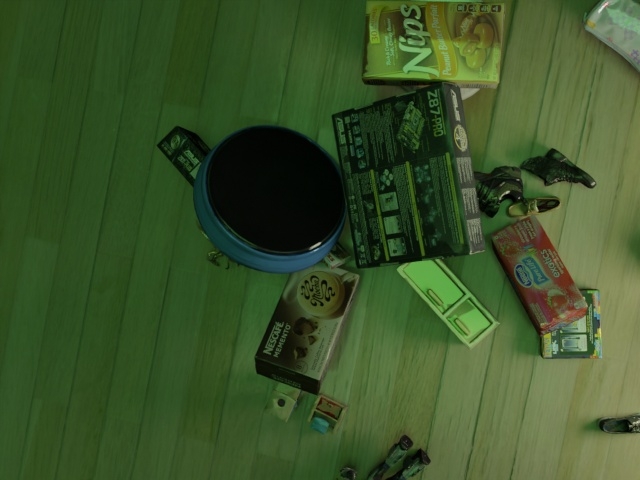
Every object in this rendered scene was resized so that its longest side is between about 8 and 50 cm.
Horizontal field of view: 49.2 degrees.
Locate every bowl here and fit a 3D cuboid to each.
[{"bbox_3d":[-0.114,-0.112,1.726,0.391,0.077,0.391,8,64,-16],"label":"bowl"}]

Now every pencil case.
[{"bbox_3d":[0.763,-0.481,1.677,0.273,0.113,0.124,46,116,6],"label":"pencil case"}]

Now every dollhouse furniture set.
[{"bbox_3d":[-0.024,0.408,1.796,0.183,0.129,0.129,25,94,9],"label":"dollhouse furniture set"}]

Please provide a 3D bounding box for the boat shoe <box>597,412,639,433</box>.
[{"bbox_3d":[0.757,0.455,1.718,0.142,0.040,0.049,-7,89,9],"label":"boat shoe"}]

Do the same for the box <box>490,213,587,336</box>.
[{"bbox_3d":[0.519,0.085,1.675,0.122,0.128,0.257,-26,68,7],"label":"box"}]

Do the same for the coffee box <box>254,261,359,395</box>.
[{"bbox_3d":[-0.032,0.208,1.737,0.168,0.119,0.297,19,62,9],"label":"coffee box"}]

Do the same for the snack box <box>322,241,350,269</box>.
[{"bbox_3d":[0.000,0.000,1.793,0.064,0.022,0.178,-25,55,-25],"label":"snack box"}]

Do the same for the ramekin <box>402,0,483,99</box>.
[{"bbox_3d":[0.306,-0.488,1.737,0.277,0.135,0.277,0,91,9],"label":"ramekin"}]

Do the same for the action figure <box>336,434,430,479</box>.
[{"bbox_3d":[0.144,0.624,1.789,0.185,0.099,0.285,42,100,-2],"label":"action figure"}]

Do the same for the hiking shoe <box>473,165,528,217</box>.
[{"bbox_3d":[0.396,-0.111,1.740,0.227,0.086,0.114,-13,71,8],"label":"hiking shoe"}]

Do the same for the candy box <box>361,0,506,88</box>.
[{"bbox_3d":[0.260,-0.455,1.631,0.316,0.087,0.183,4,91,8],"label":"candy box"}]

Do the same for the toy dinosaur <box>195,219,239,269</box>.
[{"bbox_3d":[-0.268,0.020,1.881,0.183,0.053,0.092,26,79,1],"label":"toy dinosaur"}]

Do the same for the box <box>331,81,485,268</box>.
[{"bbox_3d":[0.201,-0.144,1.664,0.318,0.097,0.395,-10,89,39],"label":"box"}]

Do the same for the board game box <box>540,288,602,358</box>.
[{"bbox_3d":[0.618,0.207,1.735,0.141,0.048,0.170,-1,90,11],"label":"board game box"}]

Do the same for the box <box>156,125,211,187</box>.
[{"bbox_3d":[-0.320,-0.202,1.831,0.077,0.147,0.180,-43,83,7],"label":"box"}]

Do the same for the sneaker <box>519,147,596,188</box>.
[{"bbox_3d":[0.590,-0.162,1.739,0.170,0.051,0.089,42,96,11],"label":"sneaker"}]

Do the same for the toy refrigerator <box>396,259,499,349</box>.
[{"bbox_3d":[0.318,0.137,1.759,0.102,0.094,0.269,-42,85,7],"label":"toy refrigerator"}]

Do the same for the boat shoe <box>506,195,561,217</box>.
[{"bbox_3d":[0.533,-0.087,1.748,0.135,0.045,0.050,-14,88,9],"label":"boat shoe"}]
